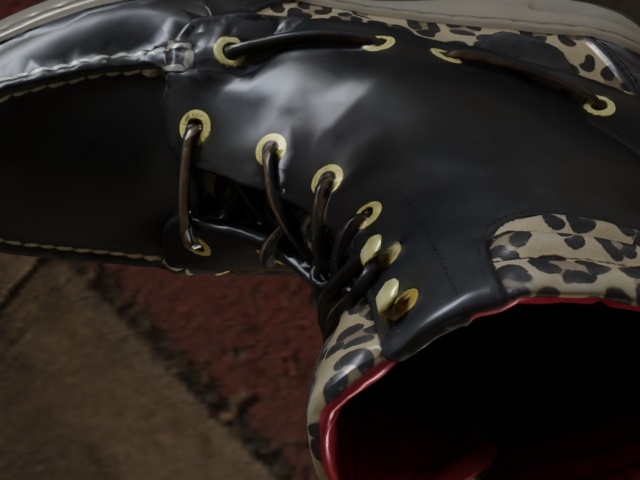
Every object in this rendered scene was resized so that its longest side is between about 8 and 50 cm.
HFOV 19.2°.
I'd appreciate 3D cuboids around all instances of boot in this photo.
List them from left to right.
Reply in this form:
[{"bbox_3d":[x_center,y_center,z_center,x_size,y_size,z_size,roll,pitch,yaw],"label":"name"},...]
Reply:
[{"bbox_3d":[0.000,0.000,0.818,0.377,0.284,0.138,0,121,-7],"label":"boot"}]
